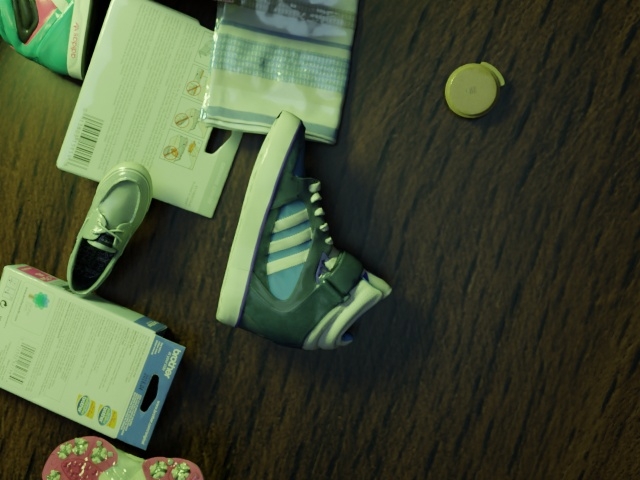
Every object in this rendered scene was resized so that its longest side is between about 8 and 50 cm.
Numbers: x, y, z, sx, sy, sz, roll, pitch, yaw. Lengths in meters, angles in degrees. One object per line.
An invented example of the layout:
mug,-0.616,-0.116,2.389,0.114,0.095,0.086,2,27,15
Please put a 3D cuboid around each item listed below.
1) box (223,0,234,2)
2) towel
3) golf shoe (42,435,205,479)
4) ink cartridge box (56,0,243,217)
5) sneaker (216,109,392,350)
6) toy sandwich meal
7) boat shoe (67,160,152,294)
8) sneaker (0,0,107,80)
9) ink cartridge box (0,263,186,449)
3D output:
box,-0.191,-0.466,0.892,0.213,0.117,0.243,12,70,12
towel,-0.054,-0.290,0.965,0.209,0.034,0.285,9,94,-7
golf shoe,-0.290,0.387,1.016,0.306,0.140,0.115,5,55,27
ink cartridge box,-0.234,-0.200,1.000,0.239,0.060,0.275,19,96,-20
sneaker,0.000,0.000,0.952,0.236,0.130,0.323,15,96,-10
toy sandwich meal,0.222,-0.219,0.961,0.085,0.029,0.086,1,98,8
boat shoe,-0.312,-0.009,0.975,0.079,0.081,0.227,23,119,-22
sneaker,-0.405,-0.400,0.977,0.178,0.124,0.296,11,96,-4
ink cartridge box,-0.373,0.180,1.037,0.311,0.065,0.186,23,96,7
